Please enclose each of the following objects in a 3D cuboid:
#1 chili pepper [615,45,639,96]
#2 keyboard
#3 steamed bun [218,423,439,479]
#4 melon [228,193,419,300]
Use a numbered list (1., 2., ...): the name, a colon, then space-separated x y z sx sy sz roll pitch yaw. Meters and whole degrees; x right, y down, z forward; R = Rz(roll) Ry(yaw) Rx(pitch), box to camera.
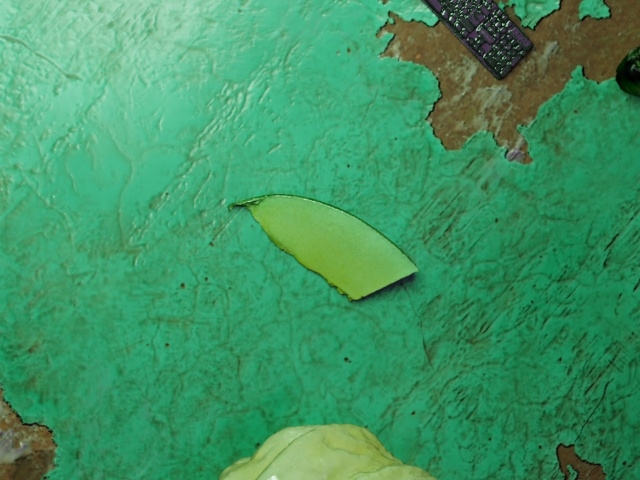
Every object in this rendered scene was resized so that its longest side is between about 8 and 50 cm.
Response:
1. chili pepper: 0.506 -0.290 1.592 0.116 0.148 0.264 36 85 1
2. keyboard: 0.186 -0.313 1.580 0.231 0.023 0.072 43 90 -16
3. steamed bun: 0.016 0.413 1.566 0.372 0.230 0.325 35 94 -19
4. melon: -0.001 0.000 1.590 0.262 0.053 0.114 27 111 -12
